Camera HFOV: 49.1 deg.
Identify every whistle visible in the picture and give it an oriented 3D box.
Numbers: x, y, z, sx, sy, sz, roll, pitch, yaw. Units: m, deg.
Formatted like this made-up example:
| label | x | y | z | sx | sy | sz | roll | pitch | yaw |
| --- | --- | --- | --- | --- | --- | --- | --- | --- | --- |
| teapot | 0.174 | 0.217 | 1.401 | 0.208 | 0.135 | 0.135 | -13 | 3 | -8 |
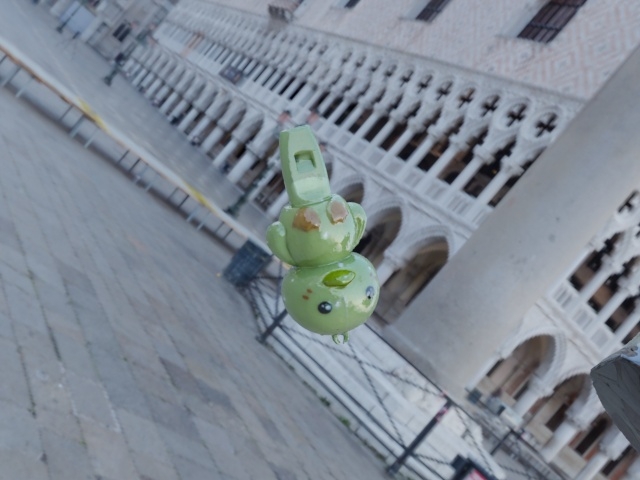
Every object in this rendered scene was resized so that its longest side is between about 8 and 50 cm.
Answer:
| label | x | y | z | sx | sy | sz | roll | pitch | yaw |
| --- | --- | --- | --- | --- | --- | --- | --- | --- | --- |
| whistle | 0.004 | 0.005 | 0.913 | 0.141 | 0.141 | 0.294 | -138 | -146 | -59 |

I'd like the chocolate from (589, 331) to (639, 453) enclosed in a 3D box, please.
| label | x | y | z | sx | sy | sz | roll | pitch | yaw |
| --- | --- | --- | --- | --- | --- | --- | --- | --- | --- |
| chocolate | 0.609 | 0.211 | 1.018 | 0.314 | 0.297 | 0.326 | 45 | -8 | 17 |
